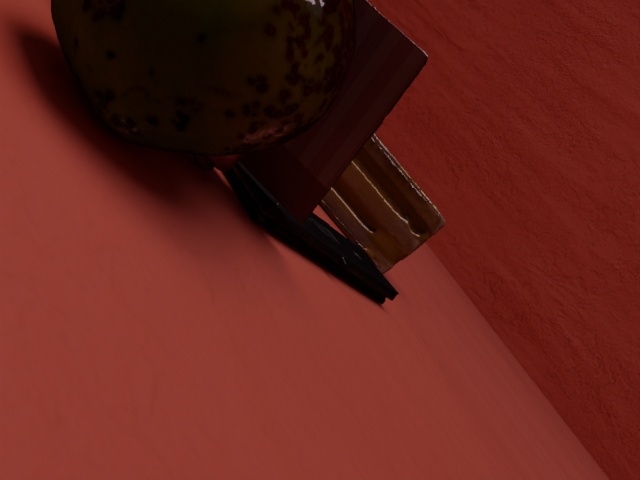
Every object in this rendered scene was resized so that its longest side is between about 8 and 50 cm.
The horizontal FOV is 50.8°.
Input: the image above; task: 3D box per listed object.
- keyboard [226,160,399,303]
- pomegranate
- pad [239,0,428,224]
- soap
[{"bbox_3d":[0.000,0.000,0.769,0.106,0.027,0.317,53,10,34],"label":"keyboard"},{"bbox_3d":[-0.080,-0.136,0.510,0.214,0.214,0.247,56,-22,31],"label":"pomegranate"},{"bbox_3d":[-0.069,-0.181,0.598,0.300,0.202,0.005,46,36,10],"label":"pad"},{"bbox_3d":[0.074,-0.075,1.049,0.233,0.135,0.076,49,10,-3],"label":"soap"}]
